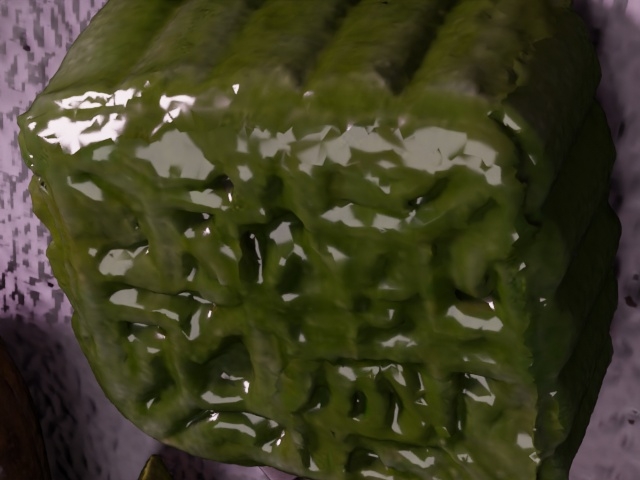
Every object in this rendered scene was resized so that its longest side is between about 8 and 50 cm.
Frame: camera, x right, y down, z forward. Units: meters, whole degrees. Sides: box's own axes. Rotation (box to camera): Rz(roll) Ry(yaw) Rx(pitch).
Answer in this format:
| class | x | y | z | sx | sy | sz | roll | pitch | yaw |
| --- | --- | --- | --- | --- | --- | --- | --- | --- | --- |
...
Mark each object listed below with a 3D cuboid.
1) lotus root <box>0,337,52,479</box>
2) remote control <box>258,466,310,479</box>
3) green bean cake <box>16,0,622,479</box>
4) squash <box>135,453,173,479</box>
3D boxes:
| class | x | y | z | sx | sy | sz | roll | pitch | yaw |
| --- | --- | --- | --- | --- | --- | --- | --- | --- | --- |
| lotus root | -0.188 | 0.154 | 0.975 | 0.167 | 0.078 | 0.329 | 47 | 145 | 42 |
| remote control | -0.022 | 0.105 | 0.891 | 0.212 | 0.028 | 0.059 | 46 | 134 | -14 |
| green bean cake | 0.000 | 0.000 | 0.722 | 0.248 | 0.125 | 0.222 | 8 | 130 | 22 |
| squash | -0.125 | 0.217 | 0.993 | 0.169 | 0.093 | 0.252 | -11 | 124 | 13 |
